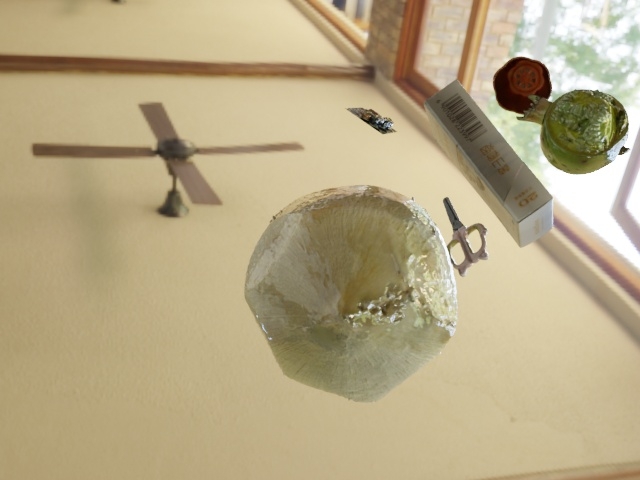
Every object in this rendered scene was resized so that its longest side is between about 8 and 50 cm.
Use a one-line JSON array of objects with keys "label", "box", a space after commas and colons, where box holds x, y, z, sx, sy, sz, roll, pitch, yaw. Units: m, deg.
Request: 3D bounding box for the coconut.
[{"label": "coconut", "box": [0.053, 0.086, 1.278, 0.347, 0.346, 0.360, 10, -161, 3]}]

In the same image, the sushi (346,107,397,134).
[{"label": "sushi", "box": [0.140, -0.327, 2.083, 0.126, 0.026, 0.120, 37, -156, 15]}]

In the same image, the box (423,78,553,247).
[{"label": "box", "box": [0.250, -0.110, 1.174, 0.233, 0.067, 0.149, 56, -173, 20]}]

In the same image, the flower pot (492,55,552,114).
[{"label": "flower pot", "box": [0.668, -0.517, 2.600, 0.191, 0.190, 0.173, 15, -158, 14]}]

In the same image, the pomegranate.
[{"label": "pomegranate", "box": [0.745, -0.334, 2.344, 0.341, 0.260, 0.260, 33, -143, 31]}]

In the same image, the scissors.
[{"label": "scissors", "box": [0.407, -0.028, 2.314, 0.024, 0.160, 0.317, 33, -151, -32]}]
